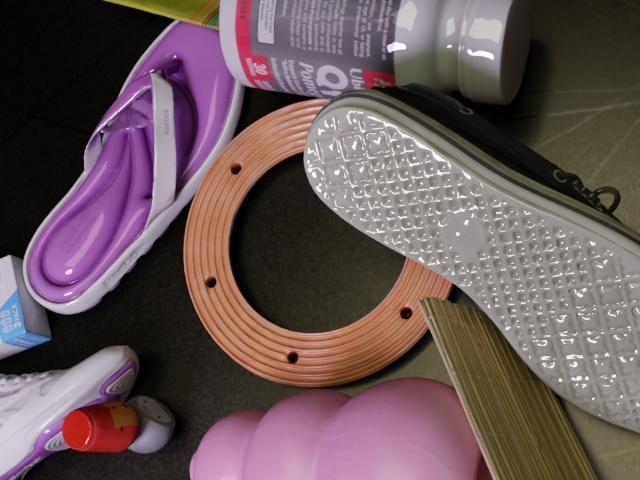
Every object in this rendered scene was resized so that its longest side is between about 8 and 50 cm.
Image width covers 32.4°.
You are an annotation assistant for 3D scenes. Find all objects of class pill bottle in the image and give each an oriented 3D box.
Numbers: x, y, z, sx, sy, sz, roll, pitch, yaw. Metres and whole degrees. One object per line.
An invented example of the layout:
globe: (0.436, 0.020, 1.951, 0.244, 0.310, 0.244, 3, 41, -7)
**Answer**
pill bottle: (0.063, -0.236, 1.215, 0.318, 0.176, 0.176, 11, 81, 22)

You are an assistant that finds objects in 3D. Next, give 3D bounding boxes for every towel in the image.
towel: (-0.162, -0.313, 1.375, 0.237, 0.021, 0.102, 18, 54, 23)

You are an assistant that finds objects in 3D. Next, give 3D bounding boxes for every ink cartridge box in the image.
ink cartridge box: (-0.436, 0.102, 1.374, 0.181, 0.061, 0.104, -22, 70, 14)

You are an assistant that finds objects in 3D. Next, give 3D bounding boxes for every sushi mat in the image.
sushi mat: (0.197, 0.188, 1.045, 0.019, 0.151, 0.317, -45, 48, 31)

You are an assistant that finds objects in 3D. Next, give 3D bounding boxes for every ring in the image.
ring: (0.000, 0.000, 1.260, 0.336, 0.032, 0.337, -5, 75, 18)

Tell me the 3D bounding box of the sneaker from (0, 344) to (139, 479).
sneaker: (-0.355, 0.195, 1.293, 0.305, 0.114, 0.152, -35, 69, 9)

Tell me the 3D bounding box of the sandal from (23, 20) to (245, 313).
sandal: (-0.224, -0.098, 1.323, 0.169, 0.102, 0.416, 27, 85, 21)

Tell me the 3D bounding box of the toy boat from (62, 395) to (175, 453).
toy boat: (-0.199, 0.328, 1.199, 0.267, 0.148, 0.318, -15, 77, 28)

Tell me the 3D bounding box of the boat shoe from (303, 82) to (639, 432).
boat shoe: (0.214, 0.006, 1.092, 0.500, 0.156, 0.187, 36, 123, 5)

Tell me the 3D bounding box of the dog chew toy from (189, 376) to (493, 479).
dog chew toy: (0.016, 0.239, 1.112, 0.331, 0.206, 0.207, -2, 76, 27)
